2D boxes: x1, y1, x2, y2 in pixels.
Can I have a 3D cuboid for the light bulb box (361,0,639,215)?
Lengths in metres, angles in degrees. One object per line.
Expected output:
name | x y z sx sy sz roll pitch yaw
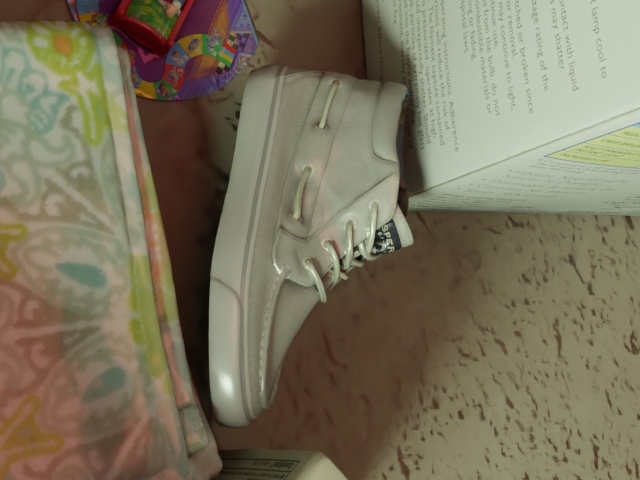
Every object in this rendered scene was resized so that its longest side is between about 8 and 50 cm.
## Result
light bulb box | 0.268 -0.155 0.780 0.357 0.361 0.225 0 80 -27

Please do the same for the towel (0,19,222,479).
towel | -0.258 0.041 0.632 0.374 0.090 0.321 -10 83 -29

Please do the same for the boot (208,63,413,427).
boot | 0.000 0.000 0.737 0.123 0.095 0.258 4 72 7

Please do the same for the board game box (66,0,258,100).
board game box | -0.112 -0.184 0.778 0.133 0.033 0.169 -18 88 -29

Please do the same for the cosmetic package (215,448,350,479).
cosmetic package | -0.092 0.269 0.631 0.113 0.160 0.309 48 65 -12
